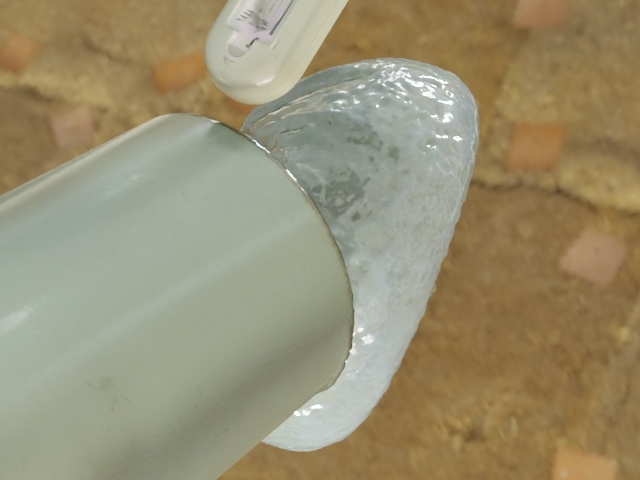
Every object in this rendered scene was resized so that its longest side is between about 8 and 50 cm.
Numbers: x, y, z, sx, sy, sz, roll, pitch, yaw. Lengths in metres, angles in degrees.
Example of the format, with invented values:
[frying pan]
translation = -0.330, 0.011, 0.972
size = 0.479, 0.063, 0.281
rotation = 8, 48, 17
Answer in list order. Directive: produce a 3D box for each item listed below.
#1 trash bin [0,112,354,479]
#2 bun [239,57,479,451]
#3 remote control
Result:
[trash bin]
translation = -0.206, 0.109, 1.332
size = 0.280, 0.280, 0.432
rotation = 27, -136, 33
[bun]
translation = 0.000, 0.000, 1.703
size = 0.211, 0.362, 0.362
rotation = 27, -116, -2
[remote control]
translation = -0.010, -0.198, 1.409
size = 0.078, 0.042, 0.221
rotation = 28, -95, 33
